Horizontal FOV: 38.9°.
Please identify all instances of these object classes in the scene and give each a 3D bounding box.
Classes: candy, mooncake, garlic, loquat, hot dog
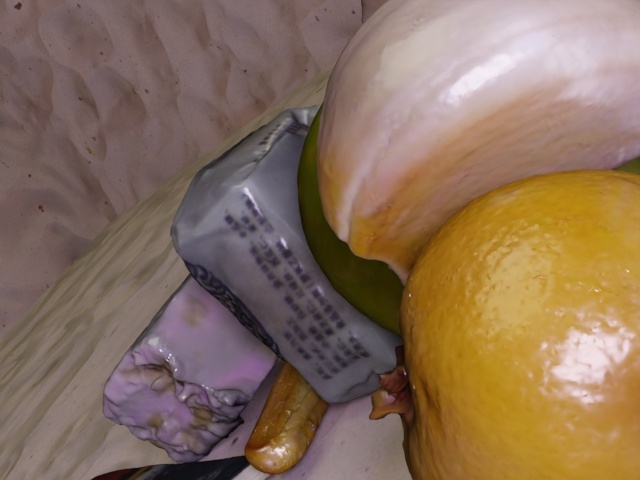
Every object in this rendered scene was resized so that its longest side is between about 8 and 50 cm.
[{"bbox_3d":[-0.119,0.118,0.968,0.185,0.137,0.195,-49,5,45],"label":"candy"},{"bbox_3d":[-0.005,0.002,0.872,0.136,0.254,0.250,-33,14,30],"label":"mooncake"},{"bbox_3d":[0.110,-0.077,0.513,0.245,0.164,0.145,-18,22,-4],"label":"garlic"},{"bbox_3d":[0.130,0.070,0.457,0.208,0.208,0.208,-37,16,12],"label":"loquat"},{"bbox_3d":[-0.012,0.147,0.871,0.066,0.047,0.215,-17,23,23],"label":"hot dog"}]

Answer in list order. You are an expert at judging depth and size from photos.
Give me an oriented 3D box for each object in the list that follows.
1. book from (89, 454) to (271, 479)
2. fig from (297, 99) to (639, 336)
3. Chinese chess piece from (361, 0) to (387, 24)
[{"bbox_3d":[-0.242,0.298,0.889,0.262,0.028,0.374,-31,6,-41],"label":"book"},{"bbox_3d":[0.115,-0.036,0.722,0.258,0.258,0.326,-40,-8,0],"label":"fig"},{"bbox_3d":[0.198,-0.196,0.788,0.140,0.338,0.338,-59,21,-19],"label":"Chinese chess piece"}]
